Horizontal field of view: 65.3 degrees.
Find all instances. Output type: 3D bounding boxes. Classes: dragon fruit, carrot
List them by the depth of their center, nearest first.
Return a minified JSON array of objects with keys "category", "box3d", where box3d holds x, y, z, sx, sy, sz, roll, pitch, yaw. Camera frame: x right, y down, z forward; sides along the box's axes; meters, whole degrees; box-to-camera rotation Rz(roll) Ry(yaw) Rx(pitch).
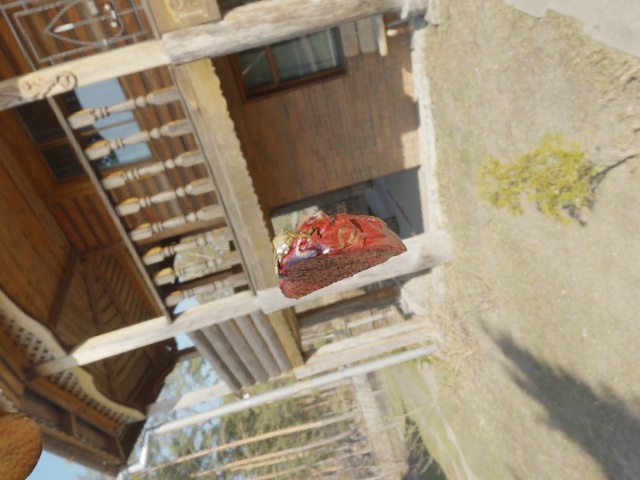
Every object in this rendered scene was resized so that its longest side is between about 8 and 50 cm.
[{"category":"carrot","box3d":[-0.339,0.183,0.461,0.087,0.193,0.087,9,-102,-50]},{"category":"dragon fruit","box3d":[0.000,0.000,1.085,0.205,0.317,0.152,21,-130,-57]}]
